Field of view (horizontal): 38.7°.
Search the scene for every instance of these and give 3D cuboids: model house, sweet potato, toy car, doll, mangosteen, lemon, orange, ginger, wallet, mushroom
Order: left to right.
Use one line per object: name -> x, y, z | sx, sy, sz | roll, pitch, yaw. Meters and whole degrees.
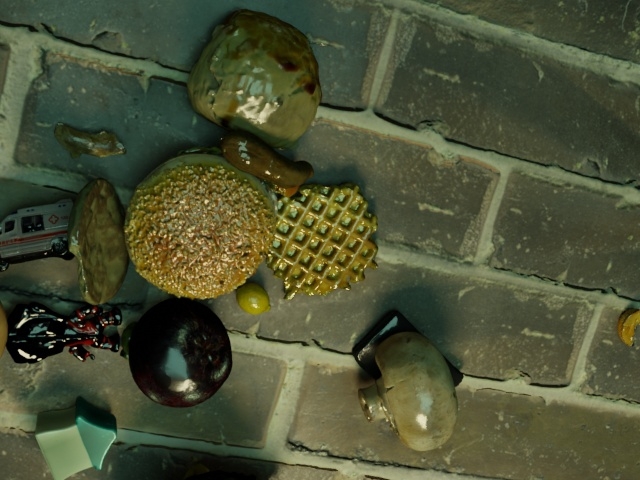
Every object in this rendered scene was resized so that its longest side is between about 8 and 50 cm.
toy car -> -0.545, -0.009, 1.704 | 0.209, 0.089, 0.108 | -10, 83, -6
doll -> -0.514, 0.180, 1.774 | 0.248, 0.088, 0.127 | -5, 85, -23
model house -> -0.480, 0.391, 1.824 | 0.149, 0.100, 0.127 | -18, 108, -7
ginger -> -0.433, -0.184, 1.719 | 0.137, 0.044, 0.057 | 9, 131, -11
mangosteen -> -0.283, 0.227, 1.790 | 0.216, 0.216, 0.216 | -4, 105, -14
lemon -> -0.136, 0.120, 1.864 | 0.083, 0.062, 0.062 | 34, 94, -20
sweet potato -> -0.090, -0.145, 1.711 | 0.233, 0.081, 0.062 | 20, 134, -41
orange -> -0.080, -0.123, 1.811 | 0.086, 0.086, 0.062 | 8, 145, -17
wallet -> 0.194, 0.278, 2.003 | 0.149, 0.044, 0.250 | -43, 111, 3
mushroom -> 0.188, 0.334, 1.901 | 0.195, 0.189, 0.254 | -17, 111, -5

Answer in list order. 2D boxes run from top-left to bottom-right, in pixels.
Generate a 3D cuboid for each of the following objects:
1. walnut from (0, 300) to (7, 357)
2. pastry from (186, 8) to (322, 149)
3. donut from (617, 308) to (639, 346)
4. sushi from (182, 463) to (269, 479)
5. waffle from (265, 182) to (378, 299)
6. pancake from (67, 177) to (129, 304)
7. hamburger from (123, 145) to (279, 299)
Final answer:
walnut -> -0.741, 0.149, 1.574 | 0.383, 0.383, 0.384 | -4, 105, -14
pastry -> -0.102, -0.295, 1.710 | 0.256, 0.170, 0.237 | 24, 100, -24
donut -> 0.722, 0.200, 2.124 | 0.067, 0.038, 0.083 | -27, 114, -9
sushi -> -0.194, 0.599, 1.859 | 0.328, 0.285, 0.329 | 2, 105, 4
waffle -> 0.001, 0.000, 1.877 | 0.254, 0.052, 0.245 | -15, 109, -11
pancake -> -0.414, 0.003, 1.697 | 0.042, 0.222, 0.236 | -1, 139, 12
hamburger -> -0.232, -0.032, 1.741 | 0.302, 0.170, 0.302 | -4, 105, -14
